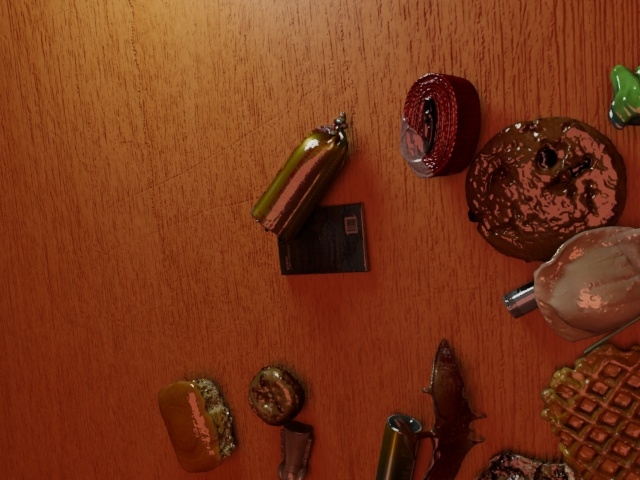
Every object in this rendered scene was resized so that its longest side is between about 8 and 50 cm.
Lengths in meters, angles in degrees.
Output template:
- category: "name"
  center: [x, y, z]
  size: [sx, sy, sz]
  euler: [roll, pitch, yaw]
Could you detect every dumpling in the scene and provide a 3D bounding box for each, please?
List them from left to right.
- category: "dumpling"
  center: [0.497, 0.067, 0.998]
  size: [0.179, 0.131, 0.252]
  euler: [47, 115, -1]

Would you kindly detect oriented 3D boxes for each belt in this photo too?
- category: "belt"
  center: [0.243, -0.225, 1.102]
  size: [0.128, 0.124, 0.201]
  euler: [16, 109, 41]

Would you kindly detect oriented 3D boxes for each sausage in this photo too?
- category: "sausage"
  center: [-0.031, -0.146, 1.234]
  size: [0.117, 0.125, 0.317]
  euler: [31, 103, -17]

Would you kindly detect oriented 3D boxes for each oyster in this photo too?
- category: "oyster"
  center: [0.422, 0.547, 1.138]
  size: [0.214, 0.083, 0.223]
  euler: [-6, 100, 29]

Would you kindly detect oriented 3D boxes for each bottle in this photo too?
- category: "bottle"
  center: [0.165, 0.543, 1.256]
  size: [0.082, 0.082, 0.286]
  euler: [14, 103, 24]

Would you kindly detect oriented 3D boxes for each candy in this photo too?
- category: "candy"
  center: [0.574, 0.154, 1.035]
  size: [0.061, 0.061, 0.202]
  euler: [50, 122, 12]

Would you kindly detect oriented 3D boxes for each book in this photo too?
- category: "book"
  center: [0.000, 0.000, 1.299]
  size: [0.228, 0.024, 0.160]
  euler: [-4, 93, 27]

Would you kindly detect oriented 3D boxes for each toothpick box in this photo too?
- category: "toothpick box"
  center: [0.411, 0.114, 1.100]
  size: [0.083, 0.052, 0.052]
  euler: [-35, 81, 24]

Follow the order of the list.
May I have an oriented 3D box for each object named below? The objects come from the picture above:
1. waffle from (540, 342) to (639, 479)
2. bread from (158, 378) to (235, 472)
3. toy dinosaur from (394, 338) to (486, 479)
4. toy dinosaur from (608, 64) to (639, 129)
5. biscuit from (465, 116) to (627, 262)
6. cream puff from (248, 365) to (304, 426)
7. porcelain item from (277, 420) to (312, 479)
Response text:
- category: "waffle"
  center: [0.578, 0.339, 1.045]
  size: [0.301, 0.058, 0.282]
  euler: [-44, 79, 24]
- category: "bread"
  center: [-0.328, 0.481, 1.466]
  size: [0.174, 0.121, 0.246]
  euler: [-21, 89, 25]
- category: "toy dinosaur"
  center: [0.253, 0.405, 1.185]
  size: [0.206, 0.113, 0.327]
  euler: [-26, 108, -10]
- category: "toy dinosaur"
  center: [0.666, -0.063, 0.855]
  size: [0.374, 0.144, 0.500]
  euler: [-3, 83, 17]
- category: "biscuit"
  center: [0.420, -0.096, 1.057]
  size: [0.295, 0.075, 0.296]
  euler: [3, 98, 26]
- category: "cream puff"
  center: [-0.105, 0.378, 1.365]
  size: [0.149, 0.084, 0.149]
  euler: [1, 93, 24]
- category: "porcelain item"
  center: [-0.066, 0.563, 1.385]
  size: [0.084, 0.054, 0.213]
  euler: [10, 100, 27]
